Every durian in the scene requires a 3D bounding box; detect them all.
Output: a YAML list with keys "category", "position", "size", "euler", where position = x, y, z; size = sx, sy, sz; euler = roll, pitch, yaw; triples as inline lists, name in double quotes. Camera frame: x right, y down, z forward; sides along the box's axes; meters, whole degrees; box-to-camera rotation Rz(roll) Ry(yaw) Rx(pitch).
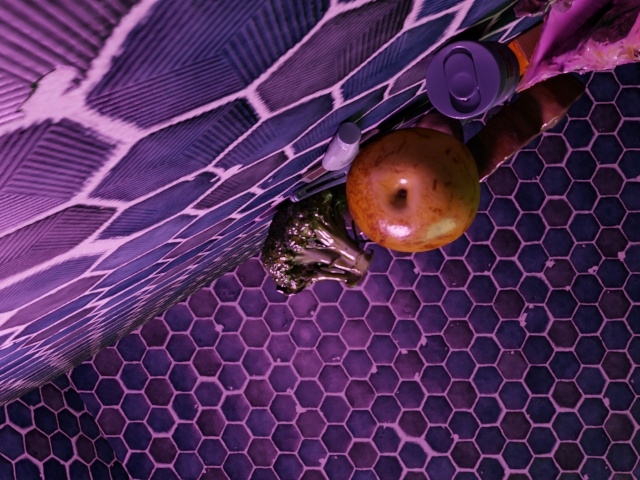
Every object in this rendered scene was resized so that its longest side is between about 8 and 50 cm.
- category: "durian"
  position: [0.358, -0.278, 0.667]
  size: [0.154, 0.186, 0.260]
  euler: [-22, -155, -4]

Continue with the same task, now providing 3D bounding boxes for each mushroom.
- category: "mushroom"
  position: [0.295, -0.257, 1.440]
  size: [0.166, 0.166, 0.127]
  euler: [-32, -136, -30]

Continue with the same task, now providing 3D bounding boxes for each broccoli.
- category: "broccoli"
  position: [0.000, 0.000, 1.417]
  size: [0.321, 0.283, 0.303]
  euler: [-45, 159, -51]

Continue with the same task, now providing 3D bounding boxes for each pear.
- category: "pear"
  position: [0.195, -0.106, 1.154]
  size: [0.281, 0.280, 0.281]
  euler: [-32, 180, 0]

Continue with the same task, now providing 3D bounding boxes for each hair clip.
- category: "hair clip"
  position: [0.025, -0.138, 1.288]
  size: [0.275, 0.048, 0.083]
  euler: [-29, -158, -36]

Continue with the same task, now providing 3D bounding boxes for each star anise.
- category: "star anise"
  position: [0.270, -0.286, 0.616]
  size: [0.124, 0.056, 0.129]
  euler: [-37, 170, 9]

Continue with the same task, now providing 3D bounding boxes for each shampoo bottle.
- category: "shampoo bottle"
  position: [0.039, -0.155, 0.909]
  size: [0.069, 0.041, 0.191]
  euler: [-27, 179, -4]

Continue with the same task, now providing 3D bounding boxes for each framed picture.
- category: "framed picture"
  position: [0.042, -0.174, 1.147]
  size: [0.183, 0.011, 0.142]
  euler: [-31, 180, 8]

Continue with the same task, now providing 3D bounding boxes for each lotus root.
- category: "lotus root"
  position: [0.438, -0.245, 1.327]
  size: [0.390, 0.111, 0.375]
  euler: [-43, 176, 3]

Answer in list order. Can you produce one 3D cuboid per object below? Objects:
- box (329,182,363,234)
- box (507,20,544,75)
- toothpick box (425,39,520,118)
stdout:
- category: "box"
  position: [0.185, -0.162, 1.620]
  size: [0.273, 0.184, 0.143]
  euler: [-33, 175, 30]
- category: "box"
  position: [0.434, -0.384, 1.138]
  size: [0.152, 0.070, 0.237]
  euler: [-31, 178, 0]
- category: "toothpick box"
  position: [0.220, -0.232, 0.787]
  size: [0.101, 0.101, 0.153]
  euler: [-32, -179, 35]
